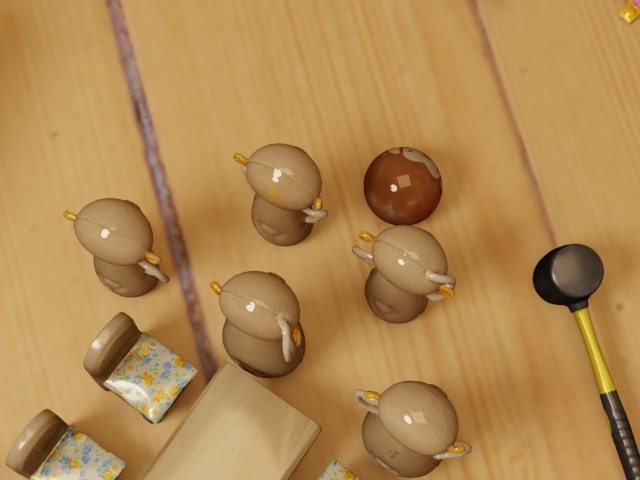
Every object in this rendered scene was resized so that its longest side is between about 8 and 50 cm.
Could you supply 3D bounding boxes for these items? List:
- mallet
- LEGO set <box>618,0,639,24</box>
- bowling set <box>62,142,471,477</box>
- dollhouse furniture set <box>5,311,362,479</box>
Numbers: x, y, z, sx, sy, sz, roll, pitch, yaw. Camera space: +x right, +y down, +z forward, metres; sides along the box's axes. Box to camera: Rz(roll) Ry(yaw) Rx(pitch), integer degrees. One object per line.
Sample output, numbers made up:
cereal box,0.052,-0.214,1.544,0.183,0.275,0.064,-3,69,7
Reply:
mallet,0.186,0.091,0.890,0.039,0.062,0.190,-17,76,-5
LEGO set,0.271,-0.219,0.956,0.287,0.107,0.132,23,75,5
bowling set,0.000,0.000,0.863,0.287,0.154,0.200,29,76,6
dollhouse furniture set,-0.098,0.185,0.805,0.212,0.161,0.242,34,76,8
